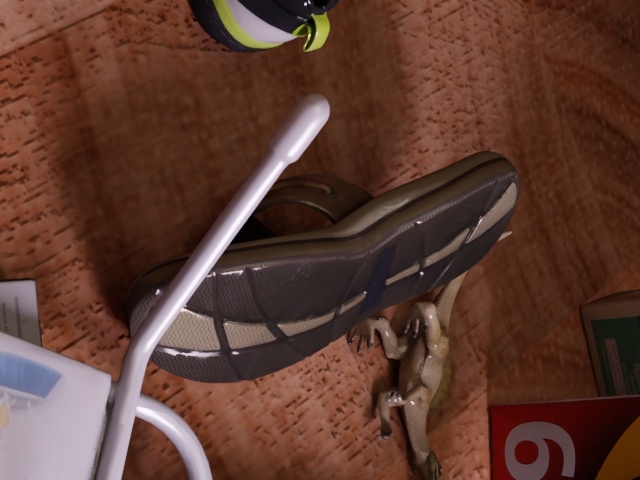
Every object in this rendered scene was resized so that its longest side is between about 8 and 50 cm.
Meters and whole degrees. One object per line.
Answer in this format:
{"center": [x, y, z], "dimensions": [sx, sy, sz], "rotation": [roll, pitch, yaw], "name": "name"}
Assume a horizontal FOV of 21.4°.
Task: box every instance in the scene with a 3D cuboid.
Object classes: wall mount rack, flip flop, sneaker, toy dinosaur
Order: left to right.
{"center": [-0.138, 0.039, 0.785], "dimensions": [0.350, 0.130, 0.304], "rotation": [27, 65, -38], "name": "wall mount rack"}
{"center": [-0.036, -0.224, 0.986], "dimensions": [0.084, 0.097, 0.235], "rotation": [-20, 97, -44], "name": "sneaker"}
{"center": [0.000, 0.000, 0.990], "dimensions": [0.277, 0.112, 0.080], "rotation": [-24, 59, -32], "name": "flip flop"}
{"center": [0.065, 0.068, 1.078], "dimensions": [0.092, 0.053, 0.183], "rotation": [30, 70, -53], "name": "toy dinosaur"}

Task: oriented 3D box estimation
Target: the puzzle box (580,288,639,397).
{"center": [0.340, 0.220, 1.149], "dimensions": [0.052, 0.272, 0.409], "rotation": [-17, 95, -43], "name": "puzzle box"}

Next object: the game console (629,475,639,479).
{"center": [0.158, 0.201, 0.999], "dimensions": [0.071, 0.122, 0.107], "rotation": [19, 50, -53], "name": "game console"}

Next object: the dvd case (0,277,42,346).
{"center": [-0.231, 0.112, 0.796], "dimensions": [0.238, 0.029, 0.179], "rotation": [-3, 85, -44], "name": "dvd case"}

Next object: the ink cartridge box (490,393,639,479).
{"center": [0.249, 0.250, 1.058], "dimensions": [0.130, 0.272, 0.309], "rotation": [8, 77, -42], "name": "ink cartridge box"}
